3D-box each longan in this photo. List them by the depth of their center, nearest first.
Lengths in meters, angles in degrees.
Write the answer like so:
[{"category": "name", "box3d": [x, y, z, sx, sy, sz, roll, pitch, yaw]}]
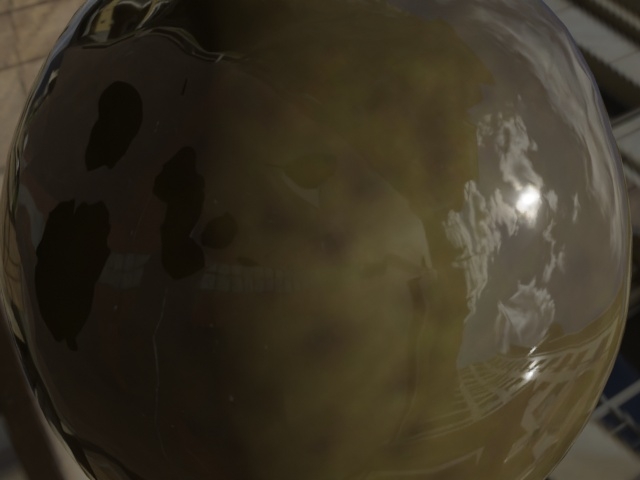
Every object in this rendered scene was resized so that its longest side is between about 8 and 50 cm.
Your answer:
[{"category": "longan", "box3d": [0.000, 0.000, 0.764, 0.361, 0.361, 0.361, 26, -53, 39]}]
